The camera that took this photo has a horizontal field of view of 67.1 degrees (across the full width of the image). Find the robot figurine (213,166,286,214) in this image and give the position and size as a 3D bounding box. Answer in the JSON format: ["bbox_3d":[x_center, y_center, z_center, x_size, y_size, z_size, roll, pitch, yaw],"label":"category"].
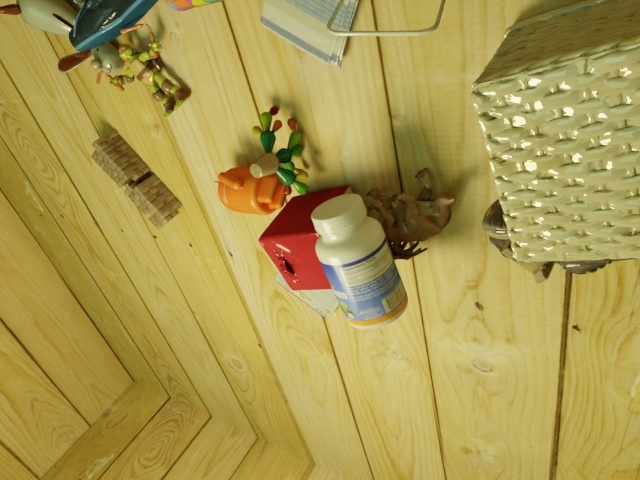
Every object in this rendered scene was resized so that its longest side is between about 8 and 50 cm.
[{"bbox_3d":[-0.189,-0.136,1.301,0.219,0.158,0.128,8,116,38],"label":"robot figurine"}]

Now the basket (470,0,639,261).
[{"bbox_3d":[0.434,-0.161,0.687,0.331,0.266,0.328,-4,123,38],"label":"basket"}]

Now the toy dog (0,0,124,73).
[{"bbox_3d":[-0.701,-0.567,1.283,0.333,0.161,0.220,28,139,15],"label":"toy dog"}]

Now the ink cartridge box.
[{"bbox_3d":[-0.021,0.116,1.470,0.223,0.045,0.224,37,141,5],"label":"ink cartridge box"}]

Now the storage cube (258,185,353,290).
[{"bbox_3d":[0.000,0.000,1.217,0.193,0.215,0.184,-7,126,38],"label":"storage cube"}]

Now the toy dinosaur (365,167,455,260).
[{"bbox_3d":[0.208,-0.033,1.096,0.295,0.127,0.200,-20,112,42],"label":"toy dinosaur"}]

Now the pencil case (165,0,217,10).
[{"bbox_3d":[-0.233,-0.540,0.992,0.236,0.104,0.104,7,130,32],"label":"pencil case"}]

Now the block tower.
[{"bbox_3d":[-0.611,-0.198,1.609,0.097,0.091,0.335,-25,108,47],"label":"block tower"}]

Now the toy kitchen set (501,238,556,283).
[{"bbox_3d":[0.382,0.030,0.877,0.075,0.068,0.083,35,154,2],"label":"toy kitchen set"}]

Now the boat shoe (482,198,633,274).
[{"bbox_3d":[0.490,-0.013,0.904,0.355,0.132,0.130,8,141,44],"label":"boat shoe"}]

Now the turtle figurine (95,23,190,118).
[{"bbox_3d":[-0.461,-0.432,1.276,0.269,0.087,0.217,-24,119,35],"label":"turtle figurine"}]

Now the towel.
[{"bbox_3d":[-0.010,-0.494,0.908,0.209,0.034,0.285,33,138,12],"label":"towel"}]

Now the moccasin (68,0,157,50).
[{"bbox_3d":[-0.484,-0.572,1.139,0.342,0.138,0.117,-22,110,27],"label":"moccasin"}]

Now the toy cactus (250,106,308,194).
[{"bbox_3d":[-0.109,-0.197,1.145,0.112,0.180,0.219,-4,113,34],"label":"toy cactus"}]

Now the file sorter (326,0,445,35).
[{"bbox_3d":[0.089,-0.457,0.690,0.192,0.173,0.278,7,143,17],"label":"file sorter"}]

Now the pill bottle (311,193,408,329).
[{"bbox_3d":[0.080,0.043,1.041,0.152,0.152,0.272,-3,121,40],"label":"pill bottle"}]
